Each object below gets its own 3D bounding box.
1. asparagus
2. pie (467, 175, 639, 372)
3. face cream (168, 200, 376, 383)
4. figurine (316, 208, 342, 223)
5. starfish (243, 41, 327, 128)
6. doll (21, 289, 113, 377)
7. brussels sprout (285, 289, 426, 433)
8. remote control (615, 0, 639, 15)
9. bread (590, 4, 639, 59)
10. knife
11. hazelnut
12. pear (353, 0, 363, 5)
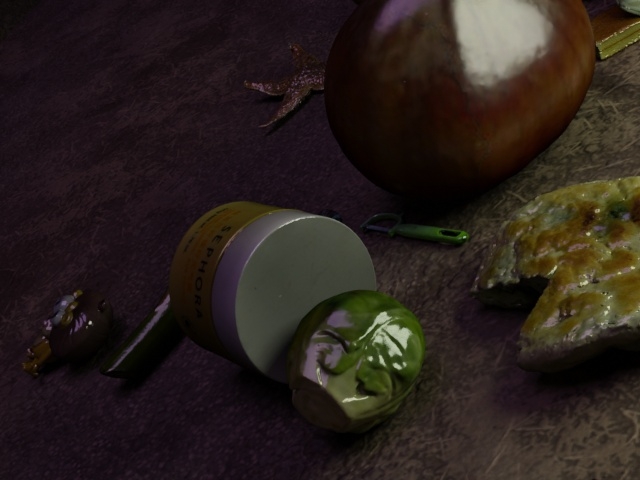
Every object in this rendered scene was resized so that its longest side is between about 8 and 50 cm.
[{"bbox_3d":[-0.230,0.116,1.691,0.060,0.067,0.278,25,61,26],"label":"asparagus"},{"bbox_3d":[0.328,0.024,1.282,0.337,0.075,0.337,-23,29,14],"label":"pie"},{"bbox_3d":[-0.065,0.064,1.450,0.218,0.218,0.179,-44,30,-21],"label":"face cream"},{"bbox_3d":[0.000,0.000,1.676,0.060,0.047,0.106,117,178,-52],"label":"figurine"},{"bbox_3d":[-0.049,-0.320,2.224,0.231,0.048,0.295,22,60,44],"label":"starfish"},{"bbox_3d":[-0.412,0.154,1.783,0.188,0.096,0.145,-43,21,0],"label":"doll"},{"bbox_3d":[0.036,0.142,1.318,0.161,0.144,0.180,38,54,24],"label":"brussels sprout"},{"bbox_3d":[0.506,-0.458,1.814,0.090,0.038,0.309,9,41,-8],"label":"remote control"},{"bbox_3d":[0.464,-0.334,1.757,0.090,0.035,0.094,-29,28,4],"label":"bread"},{"bbox_3d":[0.141,-0.019,1.596,0.054,0.015,0.212,-37,27,-27],"label":"knife"},{"bbox_3d":[0.200,-0.247,1.574,0.409,0.359,0.359,-44,30,-12],"label":"hazelnut"},{"bbox_3d":[0.150,-0.561,2.252,0.209,0.209,0.209,-24,29,14],"label":"pear"}]
